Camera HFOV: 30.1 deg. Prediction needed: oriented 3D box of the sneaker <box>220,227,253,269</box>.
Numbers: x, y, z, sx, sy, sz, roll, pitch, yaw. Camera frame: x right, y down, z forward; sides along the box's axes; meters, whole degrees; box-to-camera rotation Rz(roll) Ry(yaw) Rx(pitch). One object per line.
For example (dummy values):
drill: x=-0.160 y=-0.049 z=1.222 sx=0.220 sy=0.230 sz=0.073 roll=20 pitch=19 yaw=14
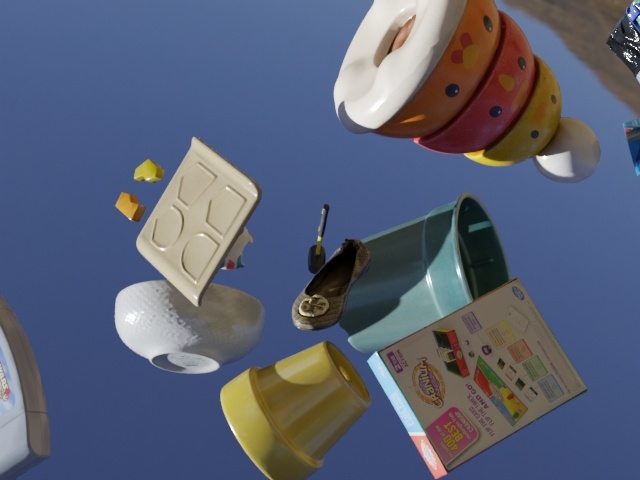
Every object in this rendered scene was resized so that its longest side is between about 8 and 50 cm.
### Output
sneaker: x=-0.159 y=-0.024 z=2.154 sx=0.075 sy=0.161 sz=0.057 roll=9 pitch=175 yaw=-30

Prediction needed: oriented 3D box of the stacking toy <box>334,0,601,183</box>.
stacking toy: x=0.298 y=-0.249 z=2.053 sx=0.480 sy=0.350 sz=0.350 roll=27 pitch=-163 yaw=-21

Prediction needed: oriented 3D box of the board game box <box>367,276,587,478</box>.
board game box: x=0.278 y=0.238 z=2.104 sx=0.317 sy=0.064 sz=0.242 roll=-25 pitch=-103 yaw=-21

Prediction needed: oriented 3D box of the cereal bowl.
cereal bowl: x=-0.296 y=0.209 z=2.676 sx=0.339 sy=0.339 sz=0.141 roll=15 pitch=-116 yaw=-25

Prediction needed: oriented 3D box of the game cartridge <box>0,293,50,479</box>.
game cartridge: x=-0.506 y=0.219 z=1.759 sx=0.062 sy=0.198 sz=0.297 roll=18 pitch=-139 yaw=-57

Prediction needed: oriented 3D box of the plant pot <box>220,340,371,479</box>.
plant pot: x=-0.036 y=0.337 z=2.440 sx=0.254 sy=0.239 sz=0.254 roll=52 pitch=-171 yaw=-11

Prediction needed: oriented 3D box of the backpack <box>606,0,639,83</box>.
backpack: x=0.495 y=-0.254 z=1.596 sx=0.158 sy=0.117 sz=0.173 roll=-23 pitch=-110 yaw=-18

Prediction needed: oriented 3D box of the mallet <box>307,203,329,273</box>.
mallet: x=0.000 y=0.000 z=2.545 sx=0.039 sy=0.189 sz=0.062 roll=5 pitch=-125 yaw=-4

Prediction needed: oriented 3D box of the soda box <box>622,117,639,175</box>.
soda box: x=0.595 y=-0.177 z=2.165 sx=0.071 sy=0.067 sz=0.210 roll=-16 pitch=-170 yaw=15

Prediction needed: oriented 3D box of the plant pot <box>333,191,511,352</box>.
plant pot: x=0.219 y=0.097 z=2.678 sx=0.334 sy=0.341 sz=0.341 roll=-15 pitch=-175 yaw=24

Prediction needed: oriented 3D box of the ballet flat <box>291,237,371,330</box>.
ballet flat: x=0.021 y=0.064 z=1.900 sx=0.084 sy=0.058 sz=0.250 roll=14 pitch=-148 yaw=19

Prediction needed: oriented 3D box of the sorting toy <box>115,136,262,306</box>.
sorting toy: x=-0.227 y=-0.054 z=2.008 sx=0.041 sy=0.229 sz=0.307 roll=18 pitch=-166 yaw=-45
